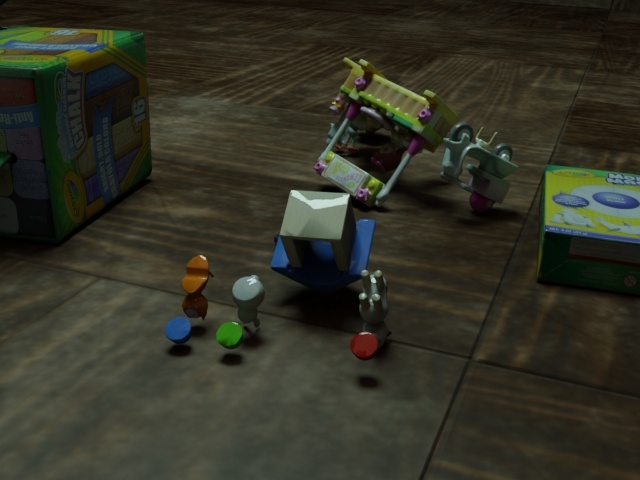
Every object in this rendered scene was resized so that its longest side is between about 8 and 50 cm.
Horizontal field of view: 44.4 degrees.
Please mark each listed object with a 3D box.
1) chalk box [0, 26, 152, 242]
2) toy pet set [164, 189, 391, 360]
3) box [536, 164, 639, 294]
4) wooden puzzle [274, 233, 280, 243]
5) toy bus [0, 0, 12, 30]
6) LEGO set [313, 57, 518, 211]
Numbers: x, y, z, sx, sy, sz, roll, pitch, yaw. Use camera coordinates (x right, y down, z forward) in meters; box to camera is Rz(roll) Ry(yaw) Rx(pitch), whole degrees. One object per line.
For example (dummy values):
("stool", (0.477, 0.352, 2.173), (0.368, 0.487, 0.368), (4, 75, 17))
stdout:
("chalk box", (-0.237, -0.085, 0.607), (0.132, 0.132, 0.213), (6, 23, 11))
("toy pet set", (-0.014, 0.030, 0.480), (0.122, 0.065, 0.114), (5, 58, 13))
("box", (0.222, -0.016, 0.602), (0.105, 0.043, 0.179), (8, 22, 12))
("wooden puzzle", (0.000, 0.000, 0.588), (0.049, 0.006, 0.083), (23, 30, 40))
("toy bus", (-0.408, -0.214, 0.803), (0.211, 0.220, 0.149), (-12, 22, -15))
("LEGO set", (0.049, -0.093, 0.742), (0.132, 0.107, 0.287), (30, 5, -28))
